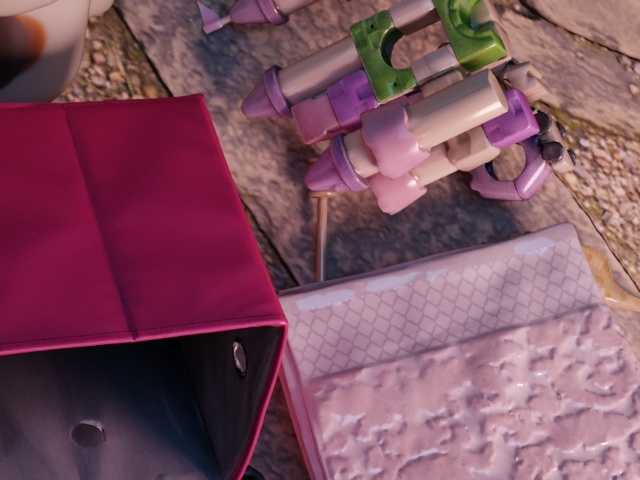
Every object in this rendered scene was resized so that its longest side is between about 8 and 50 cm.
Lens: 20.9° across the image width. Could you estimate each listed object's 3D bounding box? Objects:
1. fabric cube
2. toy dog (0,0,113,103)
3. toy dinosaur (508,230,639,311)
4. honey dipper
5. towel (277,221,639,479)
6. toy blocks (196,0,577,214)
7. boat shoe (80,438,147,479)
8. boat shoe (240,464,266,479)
[{"bbox_3d":[-0.202,0.059,1.444,0.259,0.254,0.258,-5,50,-21],"label":"fabric cube"},{"bbox_3d":[-0.296,-0.262,1.449,0.285,0.408,0.395,13,79,-11],"label":"toy dog"},{"bbox_3d":[0.265,0.053,1.722,0.183,0.053,0.092,27,75,-8],"label":"toy dinosaur"},{"bbox_3d":[0.000,0.000,1.679,0.030,0.030,0.160,4,83,-13],"label":"honey dipper"},{"bbox_3d":[0.142,0.151,1.593,0.332,0.053,0.317,-13,62,-12],"label":"towel"},{"bbox_3d":[0.047,-0.155,1.644,0.260,0.309,0.288,-26,75,17],"label":"toy blocks"},{"bbox_3d":[-0.187,0.338,1.539,0.123,0.120,0.324,18,71,-25],"label":"boat shoe"},{"bbox_3d":[-0.086,0.330,1.583,0.095,0.079,0.254,14,79,-12],"label":"boat shoe"}]
